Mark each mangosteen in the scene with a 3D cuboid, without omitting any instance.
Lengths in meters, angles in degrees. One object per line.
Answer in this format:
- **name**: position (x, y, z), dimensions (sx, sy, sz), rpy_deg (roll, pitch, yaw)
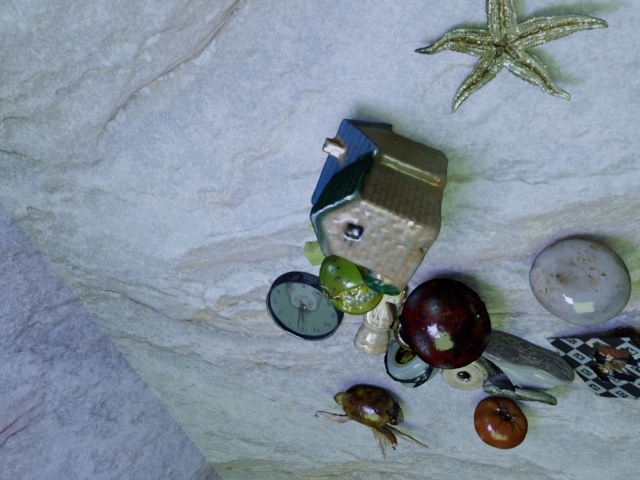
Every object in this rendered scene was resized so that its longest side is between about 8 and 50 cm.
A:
- **mangosteen**: position (0.384, 0.265, 1.341), dimensions (0.310, 0.311, 0.311), rpy_deg (11, 126, 15)

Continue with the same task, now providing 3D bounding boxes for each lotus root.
- **lotus root**: position (0.200, 0.698, 1.780), dimensions (0.313, 0.169, 0.142), rpy_deg (7, 109, 20)

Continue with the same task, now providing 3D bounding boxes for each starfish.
- **starfish**: position (0.428, -0.435, 0.975), dimensions (0.358, 0.078, 0.347), rpy_deg (43, 127, -10)
- **starfish**: position (0.233, 0.852, 1.850), dimensions (0.383, 0.132, 0.398), rpy_deg (4, 146, 45)

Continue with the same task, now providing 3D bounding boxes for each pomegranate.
- **pomegranate**: position (0.142, 0.109, 1.384), dimensions (0.301, 0.236, 0.236), rpy_deg (-28, 114, -6)

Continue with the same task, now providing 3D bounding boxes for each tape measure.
- **tape measure**: position (0.332, 0.451, 1.540), dimensions (0.115, 0.207, 0.235), rpy_deg (45, 125, -15)

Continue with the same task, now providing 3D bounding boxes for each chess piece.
- **chess piece**: position (0.216, 0.266, 1.526), dimensions (0.137, 0.137, 0.301), rpy_deg (16, 116, 11)

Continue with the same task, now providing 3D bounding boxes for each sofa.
- **sofa**: position (0.610, 0.430, 1.501), dimensions (0.039, 0.060, 0.118), rpy_deg (-29, 109, 38)

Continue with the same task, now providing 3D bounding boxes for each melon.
- **melon**: position (0.000, 0.000, 1.455), dimensions (0.117, 0.064, 0.210), rpy_deg (30, 131, -1)

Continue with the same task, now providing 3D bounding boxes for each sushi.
- **sushi**: position (0.924, 0.385, 1.311), dimensions (0.292, 0.059, 0.294), rpy_deg (46, 155, -5)

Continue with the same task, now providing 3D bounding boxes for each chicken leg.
- **chicken leg**: position (0.991, 0.339, 1.295), dimensions (0.219, 0.048, 0.089), rpy_deg (37, 132, -5)

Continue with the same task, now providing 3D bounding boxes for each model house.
- **model house**: position (0.122, -0.096, 1.134), dimensions (0.342, 0.382, 0.335), rpy_deg (23, 126, -1)

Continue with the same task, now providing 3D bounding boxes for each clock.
- **clock**: position (-0.065, 0.268, 1.660), dimensions (0.318, 0.066, 0.319), rpy_deg (10, 126, 15)

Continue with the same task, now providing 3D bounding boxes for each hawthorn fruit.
- **hawthorn fruit**: position (0.674, 0.706, 1.590), dimensions (0.196, 0.197, 0.226), rpy_deg (10, 138, 15)

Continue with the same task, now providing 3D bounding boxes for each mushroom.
- **mushroom**: position (0.723, 0.122, 1.178), dimensions (0.243, 0.244, 0.244), rpy_deg (11, 126, 15)

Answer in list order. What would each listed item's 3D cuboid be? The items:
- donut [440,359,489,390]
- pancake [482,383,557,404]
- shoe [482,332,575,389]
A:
- **donut**: position (0.539, 0.486, 1.565), dimensions (0.174, 0.068, 0.175), rpy_deg (10, 123, 16)
- **pancake**: position (0.702, 0.543, 1.480), dimensions (0.253, 0.037, 0.254), rpy_deg (9, 162, 3)
- **shoe**: position (0.684, 0.436, 1.445), dimensions (0.316, 0.124, 0.159), rpy_deg (20, 136, 9)
